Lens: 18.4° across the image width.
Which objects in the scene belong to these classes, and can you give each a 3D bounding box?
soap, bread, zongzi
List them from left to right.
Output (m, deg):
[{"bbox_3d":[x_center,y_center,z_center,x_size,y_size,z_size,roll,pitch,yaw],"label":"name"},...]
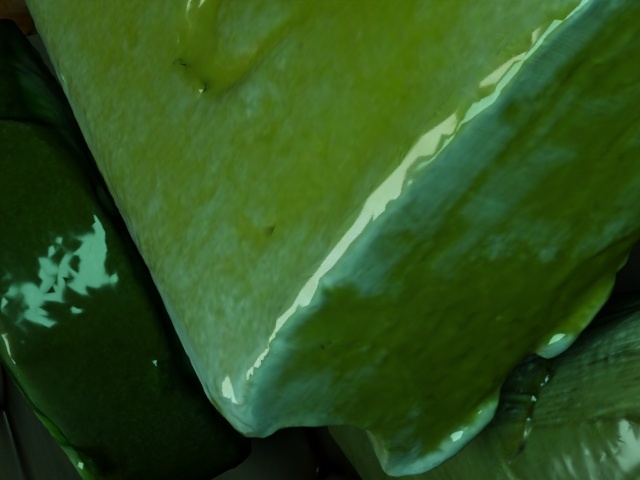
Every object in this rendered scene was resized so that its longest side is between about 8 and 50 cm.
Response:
[{"bbox_3d":[-0.180,0.025,1.469,0.366,0.129,0.382,61,177,8],"label":"bread"},{"bbox_3d":[0.026,-0.120,0.816,0.293,0.156,0.335,-46,49,24],"label":"soap"},{"bbox_3d":[0.084,0.051,0.876,0.300,0.145,0.274,47,146,18],"label":"zongzi"}]

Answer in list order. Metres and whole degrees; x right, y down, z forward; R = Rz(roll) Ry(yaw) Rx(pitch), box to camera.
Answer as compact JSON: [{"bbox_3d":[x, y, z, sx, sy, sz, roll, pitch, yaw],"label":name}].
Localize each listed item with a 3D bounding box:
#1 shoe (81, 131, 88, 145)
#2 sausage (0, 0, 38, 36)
[{"bbox_3d":[-0.076,-0.085,1.286,0.262,0.140,0.128,-142,52,-65],"label":"shoe"},{"bbox_3d":[-0.233,-0.305,1.569,0.094,0.097,0.348,52,148,32],"label":"sausage"}]
